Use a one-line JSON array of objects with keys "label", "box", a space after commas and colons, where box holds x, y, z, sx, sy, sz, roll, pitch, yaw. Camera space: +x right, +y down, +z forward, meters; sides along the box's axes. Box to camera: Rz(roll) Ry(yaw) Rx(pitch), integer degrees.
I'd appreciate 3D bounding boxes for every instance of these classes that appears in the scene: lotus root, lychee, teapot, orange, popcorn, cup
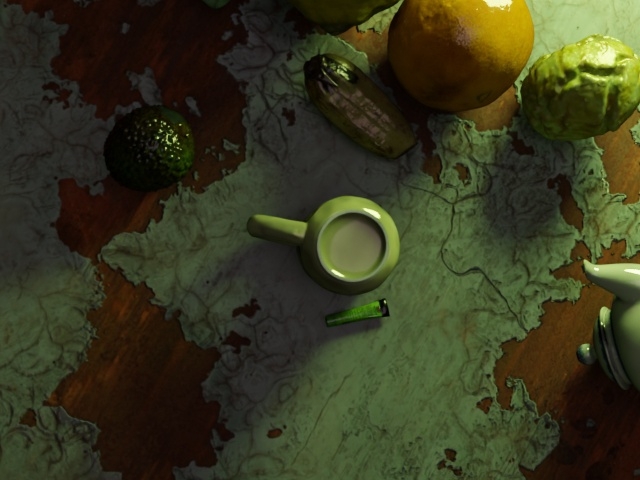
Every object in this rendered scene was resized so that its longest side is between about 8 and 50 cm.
[{"label": "lotus root", "box": [0.070, -0.246, 1.709, 0.258, 0.097, 0.110, 43, 94, -11]}, {"label": "lychee", "box": [-0.309, -0.158, 1.649, 0.171, 0.171, 0.171, 0, 90, -5]}, {"label": "teapot", "box": [0.608, 0.184, 1.692, 0.280, 0.252, 0.424, -19, 118, 28]}, {"label": "orange", "box": [0.248, -0.354, 1.643, 0.261, 0.261, 0.261, 0, 90, -5]}, {"label": "popcorn", "box": [0.480, -0.277, 1.687, 0.221, 0.204, 0.183, -18, 65, 13]}, {"label": "cup", "box": [0.014, -0.015, 1.646, 0.255, 0.202, 0.173, 36, 87, -3]}]

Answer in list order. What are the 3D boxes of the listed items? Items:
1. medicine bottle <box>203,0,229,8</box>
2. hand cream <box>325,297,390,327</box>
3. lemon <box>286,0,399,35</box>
[{"label": "medicine bottle", "box": [-0.233, -0.537, 1.659, 0.225, 0.139, 0.139, 38, 87, -4]}, {"label": "hand cream", "box": [0.070, 0.140, 1.739, 0.122, 0.023, 0.036, -13, 80, -6]}, {"label": "lemon", "box": [0.038, -0.551, 1.583, 0.350, 0.350, 0.387, -1, 104, -5]}]
